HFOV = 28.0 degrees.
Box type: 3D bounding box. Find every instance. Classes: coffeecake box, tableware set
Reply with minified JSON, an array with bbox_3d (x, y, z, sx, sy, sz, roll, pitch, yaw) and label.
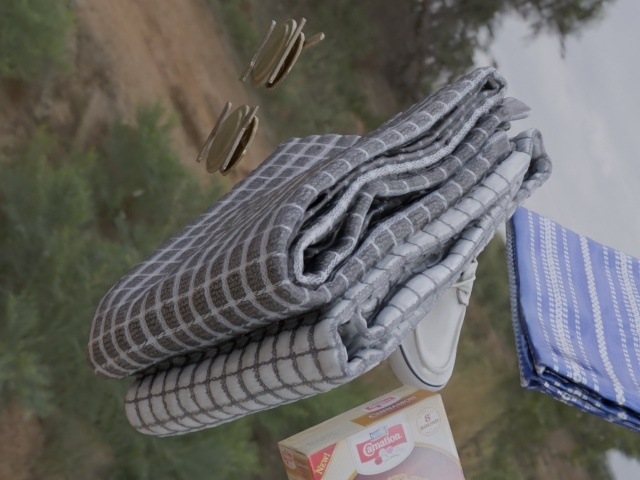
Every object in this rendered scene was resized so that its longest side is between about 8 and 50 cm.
[{"bbox_3d":[0.060,0.245,1.160,0.068,0.142,0.186,4,-67,64],"label":"coffeecake box"},{"bbox_3d":[-0.067,-0.155,1.428,0.039,0.194,0.128,29,-1,-20],"label":"tableware set"}]

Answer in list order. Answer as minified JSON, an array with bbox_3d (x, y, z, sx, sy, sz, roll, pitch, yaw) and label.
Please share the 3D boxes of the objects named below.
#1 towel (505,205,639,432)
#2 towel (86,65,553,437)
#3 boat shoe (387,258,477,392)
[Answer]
[{"bbox_3d":[0.301,0.090,0.988,0.336,0.040,0.243,22,30,-8],"label":"towel"},{"bbox_3d":[0.000,0.000,0.859,0.121,0.235,0.283,55,47,-8],"label":"towel"},{"bbox_3d":[0.127,0.030,1.382,0.096,0.088,0.268,22,61,-29],"label":"boat shoe"}]
